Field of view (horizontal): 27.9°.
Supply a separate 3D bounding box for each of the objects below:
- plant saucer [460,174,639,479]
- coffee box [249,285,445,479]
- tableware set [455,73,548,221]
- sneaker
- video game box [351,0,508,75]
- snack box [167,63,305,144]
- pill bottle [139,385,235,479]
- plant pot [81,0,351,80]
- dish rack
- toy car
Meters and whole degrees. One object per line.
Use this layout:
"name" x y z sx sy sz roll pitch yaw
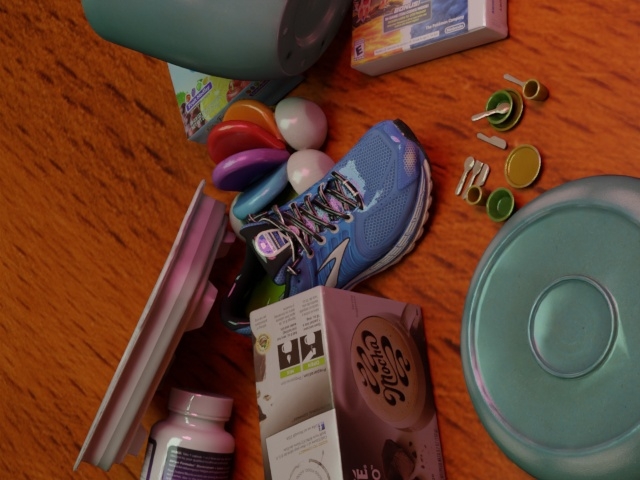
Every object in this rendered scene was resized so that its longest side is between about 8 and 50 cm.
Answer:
"plant saucer" 0.255 0.086 1.263 0.317 0.043 0.318 -14 70 42
"coffee box" 0.033 0.214 1.363 0.119 0.168 0.297 -24 64 39
"tableware set" 0.197 -0.101 1.376 0.104 0.024 0.154 32 103 46
"sneaker" 0.000 0.000 1.457 0.330 0.147 0.130 -54 55 22
"video game box" 0.124 -0.303 1.486 0.205 0.048 0.187 -11 70 43
"snack box" -0.123 -0.254 1.702 0.174 0.070 0.207 -38 54 32
"pill bottle" -0.165 0.282 1.585 0.108 0.108 0.193 10 87 46
"plant pot" -0.096 -0.319 1.490 0.235 0.293 0.293 28 101 19
"dish rack" -0.195 0.112 1.590 0.285 0.072 0.333 -81 18 -65
"toy car" -0.073 -0.090 1.564 0.159 0.136 0.182 -32 59 35
